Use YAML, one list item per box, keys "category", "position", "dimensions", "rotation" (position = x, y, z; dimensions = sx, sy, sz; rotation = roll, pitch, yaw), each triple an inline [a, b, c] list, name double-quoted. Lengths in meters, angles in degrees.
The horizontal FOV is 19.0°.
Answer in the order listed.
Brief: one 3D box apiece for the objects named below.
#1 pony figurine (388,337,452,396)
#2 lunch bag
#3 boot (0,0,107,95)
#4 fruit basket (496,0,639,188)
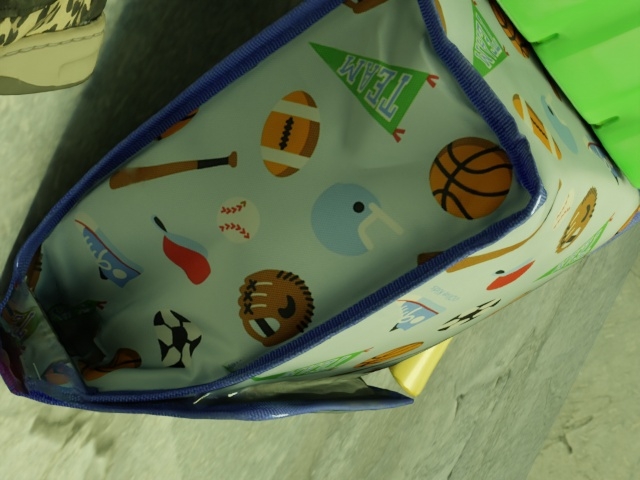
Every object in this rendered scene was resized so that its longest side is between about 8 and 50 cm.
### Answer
- category: "pony figurine"
  position: [0.170, -0.082, 1.610]
  dimensions: [0.363, 0.303, 0.351]
  rotation: [-40, -158, 15]
- category: "lunch bag"
  position: [0.000, 0.000, 1.327]
  dimensions: [0.385, 0.239, 0.328]
  rotation: [-31, 168, 17]
- category: "boot"
  position: [-0.157, -0.206, 0.865]
  dimensions: [0.284, 0.138, 0.377]
  rotation: [-66, 166, 13]
- category: "fruit basket"
  position: [0.283, -0.267, 1.275]
  dimensions: [0.283, 0.392, 0.392]
  rotation: [-92, -169, -53]
